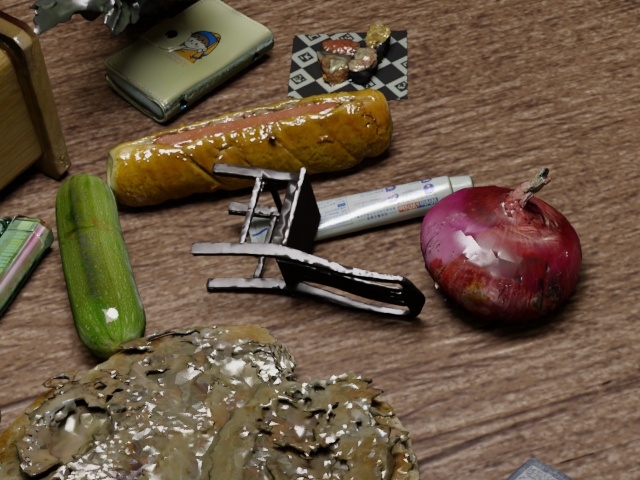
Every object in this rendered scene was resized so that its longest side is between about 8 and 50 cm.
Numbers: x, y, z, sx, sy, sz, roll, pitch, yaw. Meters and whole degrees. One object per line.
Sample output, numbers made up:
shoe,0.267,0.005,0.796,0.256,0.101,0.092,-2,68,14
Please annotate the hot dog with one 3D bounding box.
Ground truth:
hot dog,-0.068,-0.086,1.863,0.286,0.088,0.061,-15,42,-1

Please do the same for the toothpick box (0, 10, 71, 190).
toothpick box,-0.420,-0.078,1.826,0.187,0.190,0.308,29,57,30

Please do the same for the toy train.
toy train,-0.311,0.032,1.792,0.071,0.038,0.148,12,47,20

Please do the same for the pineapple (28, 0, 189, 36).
pineapple,-0.186,-0.285,1.955,0.165,0.165,0.364,-1,20,6

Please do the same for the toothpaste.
toothpaste,0.039,-0.028,1.820,0.218,0.033,0.052,-12,48,-2

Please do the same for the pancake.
pancake,-0.099,0.205,1.557,0.382,0.071,0.382,-3,41,3

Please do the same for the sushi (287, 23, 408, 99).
sushi,0.027,-0.190,1.995,0.126,0.026,0.120,-3,44,5

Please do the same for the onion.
onion,0.169,-0.011,1.704,0.150,0.140,0.150,8,47,-9

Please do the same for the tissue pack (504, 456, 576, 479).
tissue pack,0.157,0.249,1.495,0.112,0.051,0.156,30,54,36

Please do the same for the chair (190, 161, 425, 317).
chair,0.000,0.000,1.743,0.212,0.084,0.101,6,62,15

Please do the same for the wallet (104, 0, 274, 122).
wallet,-0.140,-0.190,2.007,0.155,0.039,0.110,-36,54,-27

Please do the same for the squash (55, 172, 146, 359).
squash,-0.205,0.024,1.769,0.066,0.066,0.229,-12,44,-6
